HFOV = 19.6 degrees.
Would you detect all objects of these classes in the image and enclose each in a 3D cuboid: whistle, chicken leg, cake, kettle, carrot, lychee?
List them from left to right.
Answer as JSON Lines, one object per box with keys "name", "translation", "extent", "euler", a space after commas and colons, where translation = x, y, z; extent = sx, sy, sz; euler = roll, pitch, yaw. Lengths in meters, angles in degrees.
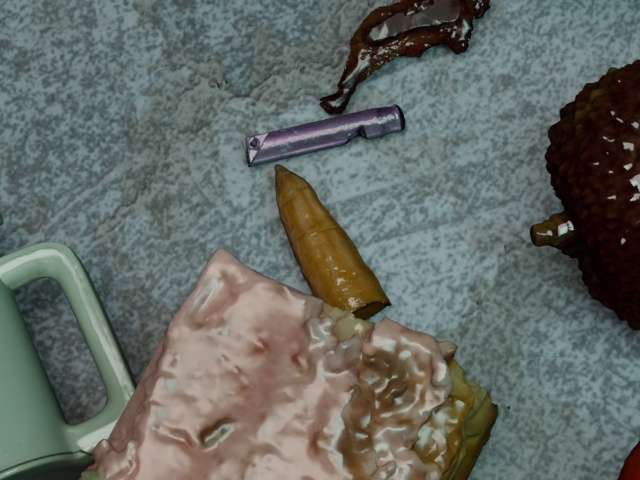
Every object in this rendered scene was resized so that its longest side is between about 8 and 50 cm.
{"name": "kettle", "translation": [-0.363, 0.127, 1.904], "extent": [0.265, 0.205, 0.318], "euler": [-16, 69, -30]}
{"name": "cake", "translation": [-0.032, 0.207, 1.771], "extent": [0.307, 0.293, 0.314], "euler": [30, 75, 12]}
{"name": "carrot", "translation": [0.000, 0.000, 1.941], "extent": [0.072, 0.072, 0.205], "euler": [-28, 66, 1]}
{"name": "whistle", "translation": [0.004, -0.113, 1.982], "extent": [0.176, 0.033, 0.033], "euler": [-13, 74, 6]}
{"name": "chicken leg", "translation": [0.086, -0.217, 1.988], "extent": [0.219, 0.048, 0.089], "euler": [-26, 70, 2]}
{"name": "lychee", "translation": [0.348, -0.046, 1.789], "extent": [0.304, 0.276, 0.276], "euler": [-15, 73, -1]}

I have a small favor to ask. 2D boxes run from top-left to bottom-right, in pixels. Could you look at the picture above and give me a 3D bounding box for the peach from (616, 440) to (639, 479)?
{"name": "peach", "translation": [0.438, 0.291, 1.658], "extent": [0.370, 0.370, 0.370], "euler": [-2, 75, 9]}
